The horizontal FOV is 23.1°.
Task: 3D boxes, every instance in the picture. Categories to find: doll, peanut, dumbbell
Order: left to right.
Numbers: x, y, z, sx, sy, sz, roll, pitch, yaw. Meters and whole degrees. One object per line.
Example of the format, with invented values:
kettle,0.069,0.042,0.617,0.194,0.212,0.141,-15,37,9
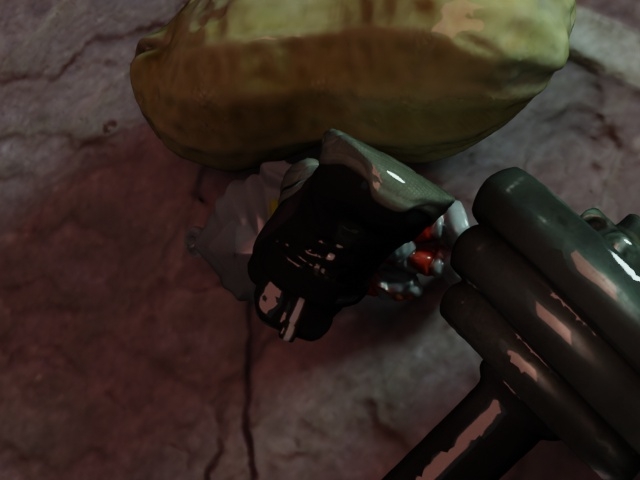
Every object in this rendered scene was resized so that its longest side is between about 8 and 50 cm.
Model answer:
doll,0.000,0.000,0.905,0.180,0.079,0.094,1,103,20
peanut,0.013,-0.106,0.907,0.290,0.130,0.130,-2,69,32
dumbbell,0.043,0.131,0.764,0.406,0.179,0.179,-46,58,4

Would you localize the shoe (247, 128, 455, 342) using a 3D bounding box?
shoe,0.002,0.007,0.781,0.071,0.169,0.099,32,76,-10
